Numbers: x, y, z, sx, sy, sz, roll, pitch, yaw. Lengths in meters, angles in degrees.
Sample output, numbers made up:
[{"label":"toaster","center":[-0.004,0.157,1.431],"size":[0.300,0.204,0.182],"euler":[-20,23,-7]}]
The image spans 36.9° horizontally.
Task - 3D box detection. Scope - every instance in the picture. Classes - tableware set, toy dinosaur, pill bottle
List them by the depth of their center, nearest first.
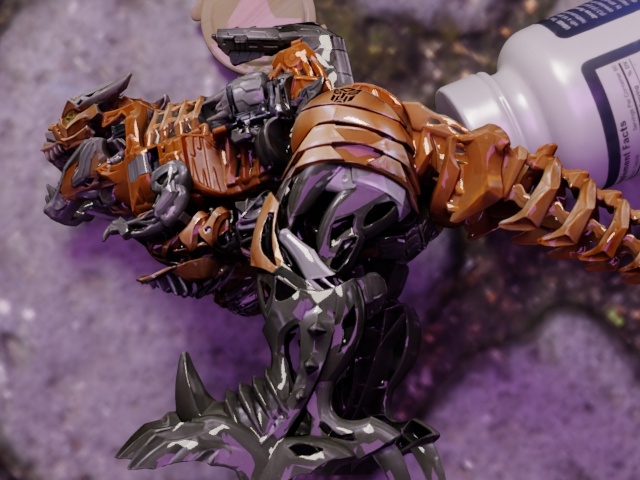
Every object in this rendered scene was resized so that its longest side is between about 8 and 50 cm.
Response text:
[{"label":"toy dinosaur","center":[0.000,0.000,0.444],"size":[0.322,0.164,0.218],"euler":[2,79,43]},{"label":"pill bottle","center":[0.151,-0.078,0.501],"size":[0.169,0.094,0.094],"euler":[-22,87,-2]},{"label":"tableware set","center":[-0.037,-0.181,0.540],"size":[0.141,0.020,0.169],"euler":[-43,90,-2]}]
